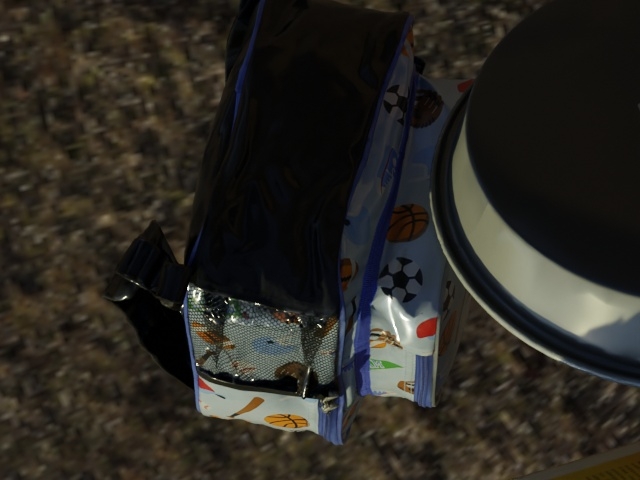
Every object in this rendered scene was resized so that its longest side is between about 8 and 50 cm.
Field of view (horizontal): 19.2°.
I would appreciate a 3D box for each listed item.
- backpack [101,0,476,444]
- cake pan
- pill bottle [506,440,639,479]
[{"bbox_3d":[0.000,0.000,1.225,0.213,0.276,0.263,19,150,2],"label":"backpack"},{"bbox_3d":[0.206,-0.048,1.051,0.293,0.293,0.054,23,146,23],"label":"cake pan"},{"bbox_3d":[0.186,0.185,1.148,0.117,0.208,0.117,25,121,52],"label":"pill bottle"}]
